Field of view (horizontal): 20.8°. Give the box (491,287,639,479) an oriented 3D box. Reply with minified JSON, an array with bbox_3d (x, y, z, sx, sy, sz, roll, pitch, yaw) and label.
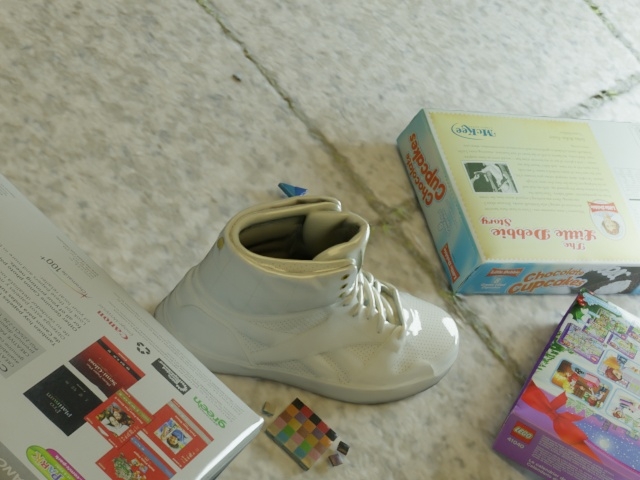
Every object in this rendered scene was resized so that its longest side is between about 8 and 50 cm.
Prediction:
[{"bbox_3d":[0.327,0.186,1.604,0.293,0.057,0.201,30,43,9],"label":"box"}]

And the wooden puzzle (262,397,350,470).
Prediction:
[{"bbox_3d":[-0.015,0.165,1.481,0.083,0.006,0.049,43,45,4],"label":"wooden puzzle"}]

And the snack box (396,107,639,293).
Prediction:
[{"bbox_3d":[0.248,-0.037,1.771,0.322,0.060,0.187,2,55,-32],"label":"snack box"}]

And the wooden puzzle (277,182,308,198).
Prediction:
[{"bbox_3d":[0.000,0.000,1.619,0.078,0.014,0.116,7,53,-34],"label":"wooden puzzle"}]

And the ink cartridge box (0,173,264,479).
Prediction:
[{"bbox_3d":[-0.236,0.112,1.246,0.309,0.130,0.272,43,27,5],"label":"ink cartridge box"}]

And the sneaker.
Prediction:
[{"bbox_3d":[0.024,0.049,1.485,0.292,0.169,0.108,7,51,-30],"label":"sneaker"}]
